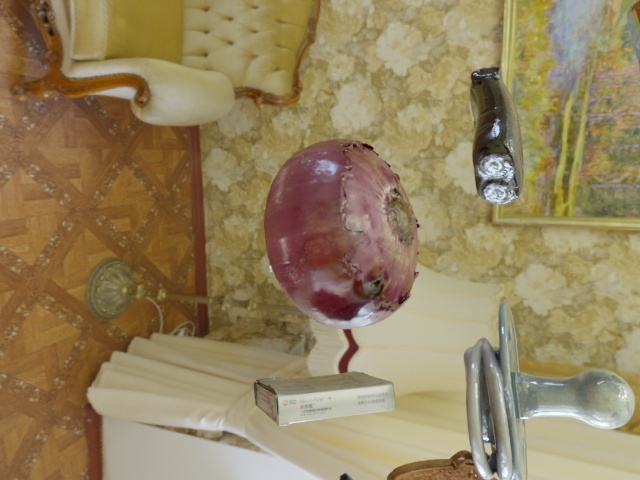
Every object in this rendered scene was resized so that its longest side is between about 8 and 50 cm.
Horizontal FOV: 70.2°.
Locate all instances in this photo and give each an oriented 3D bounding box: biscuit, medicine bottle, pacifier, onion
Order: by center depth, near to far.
[{"bbox_3d":[0.344,0.243,0.694,0.244,0.233,0.300,-18,100,-68],"label":"pacifier"},{"bbox_3d":[0.211,0.417,0.725,0.183,0.280,0.043,-65,-161,-7],"label":"biscuit"},{"bbox_3d":[0.001,0.257,0.766,0.171,0.201,0.052,155,-66,-68],"label":"medicine bottle"},{"bbox_3d":[0.024,-0.009,0.873,0.358,0.344,0.359,-10,90,-82],"label":"onion"}]

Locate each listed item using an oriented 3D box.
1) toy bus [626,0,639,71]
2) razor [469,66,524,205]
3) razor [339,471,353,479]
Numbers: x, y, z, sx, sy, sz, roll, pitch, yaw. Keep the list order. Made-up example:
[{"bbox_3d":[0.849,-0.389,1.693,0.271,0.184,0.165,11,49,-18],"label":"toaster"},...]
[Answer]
[{"bbox_3d":[0.547,-0.250,0.663,0.120,0.121,0.265,-65,135,-80],"label":"toy bus"},{"bbox_3d":[0.432,-0.264,1.121,0.204,0.113,0.349,58,34,-44],"label":"razor"},{"bbox_3d":[0.128,0.489,0.748,0.324,0.056,0.093,46,-5,-17],"label":"razor"}]
